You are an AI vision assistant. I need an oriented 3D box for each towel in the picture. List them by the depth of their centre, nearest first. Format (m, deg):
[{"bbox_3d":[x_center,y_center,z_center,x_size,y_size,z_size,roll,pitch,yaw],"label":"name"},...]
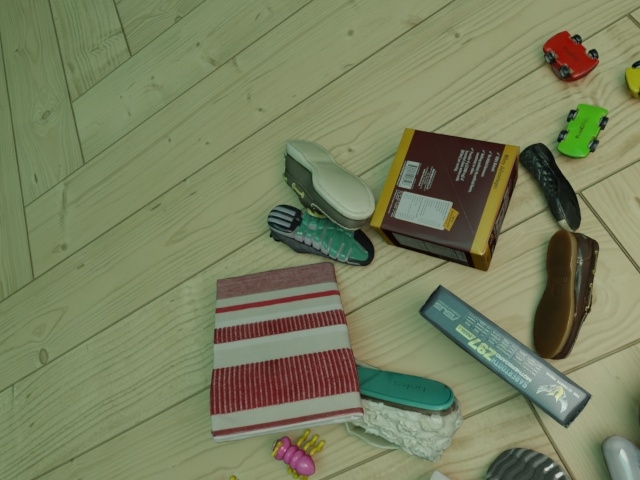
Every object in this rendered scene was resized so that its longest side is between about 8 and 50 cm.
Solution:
[{"bbox_3d":[-0.068,0.174,0.776,0.237,0.037,0.329,-9,42,-2],"label":"towel"}]

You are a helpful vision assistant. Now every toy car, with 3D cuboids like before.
[{"bbox_3d":[0.475,-0.237,0.769,0.239,0.053,0.225,26,87,28],"label":"toy car"}]

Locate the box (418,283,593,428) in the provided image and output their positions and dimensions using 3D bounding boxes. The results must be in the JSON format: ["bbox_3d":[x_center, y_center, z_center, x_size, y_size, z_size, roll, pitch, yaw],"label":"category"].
[{"bbox_3d":[0.268,0.168,0.667,0.232,0.183,0.059,38,91,26],"label":"box"}]

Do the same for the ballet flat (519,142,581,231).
[{"bbox_3d":[0.399,-0.090,0.770,0.049,0.057,0.173,-45,53,52],"label":"ballet flat"}]

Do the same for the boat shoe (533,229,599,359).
[{"bbox_3d":[0.395,0.089,0.699,0.073,0.073,0.207,15,86,-15],"label":"boat shoe"}]

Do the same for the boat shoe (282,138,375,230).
[{"bbox_3d":[0.007,-0.100,0.864,0.305,0.109,0.091,54,137,47],"label":"boat shoe"}]

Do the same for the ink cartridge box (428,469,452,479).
[{"bbox_3d":[0.221,0.482,0.580,0.273,0.198,0.115,25,129,27],"label":"ink cartridge box"}]

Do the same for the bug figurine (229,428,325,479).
[{"bbox_3d":[-0.116,0.423,0.818,0.216,0.072,0.279,19,83,26],"label":"bug figurine"}]

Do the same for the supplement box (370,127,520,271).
[{"bbox_3d":[0.223,-0.072,0.785,0.194,0.129,0.191,17,82,26],"label":"supplement box"}]

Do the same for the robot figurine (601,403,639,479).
[{"bbox_3d":[0.510,0.297,0.517,0.300,0.200,0.353,-13,70,31],"label":"robot figurine"}]

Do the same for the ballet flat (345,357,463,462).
[{"bbox_3d":[0.033,0.273,0.773,0.409,0.147,0.147,13,80,27],"label":"ballet flat"}]

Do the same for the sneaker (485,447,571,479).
[{"bbox_3d":[0.332,0.385,0.576,0.105,0.115,0.281,-38,19,-11],"label":"sneaker"}]

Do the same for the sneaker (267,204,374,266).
[{"bbox_3d":[0.000,0.000,0.901,0.223,0.098,0.083,24,63,5],"label":"sneaker"}]
